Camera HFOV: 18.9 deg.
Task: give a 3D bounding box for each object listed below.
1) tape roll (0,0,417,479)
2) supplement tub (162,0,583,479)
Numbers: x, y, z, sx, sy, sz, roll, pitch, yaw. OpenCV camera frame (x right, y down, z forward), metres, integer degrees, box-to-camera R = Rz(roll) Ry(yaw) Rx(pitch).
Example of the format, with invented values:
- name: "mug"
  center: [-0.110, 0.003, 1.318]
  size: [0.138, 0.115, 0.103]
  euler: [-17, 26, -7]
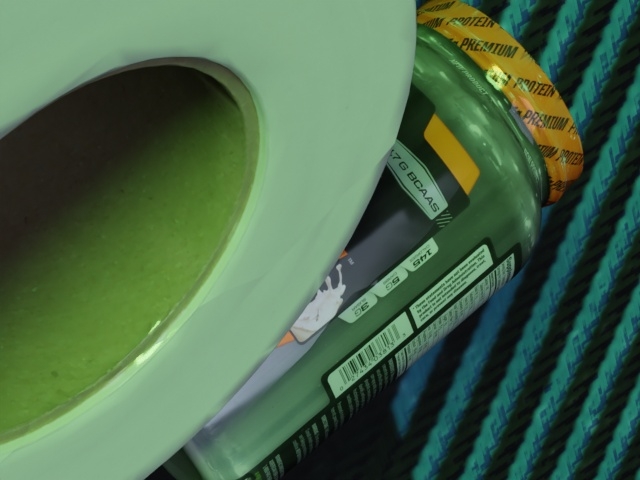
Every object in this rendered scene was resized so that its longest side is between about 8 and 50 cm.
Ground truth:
- name: "tape roll"
  center: [-0.117, -0.041, 0.528]
  size: [0.246, 0.169, 0.246]
  euler: [-36, 152, -23]
- name: "supplement tub"
  center: [0.000, 0.000, 0.719]
  size: [0.190, 0.117, 0.117]
  euler: [-40, 129, -15]
